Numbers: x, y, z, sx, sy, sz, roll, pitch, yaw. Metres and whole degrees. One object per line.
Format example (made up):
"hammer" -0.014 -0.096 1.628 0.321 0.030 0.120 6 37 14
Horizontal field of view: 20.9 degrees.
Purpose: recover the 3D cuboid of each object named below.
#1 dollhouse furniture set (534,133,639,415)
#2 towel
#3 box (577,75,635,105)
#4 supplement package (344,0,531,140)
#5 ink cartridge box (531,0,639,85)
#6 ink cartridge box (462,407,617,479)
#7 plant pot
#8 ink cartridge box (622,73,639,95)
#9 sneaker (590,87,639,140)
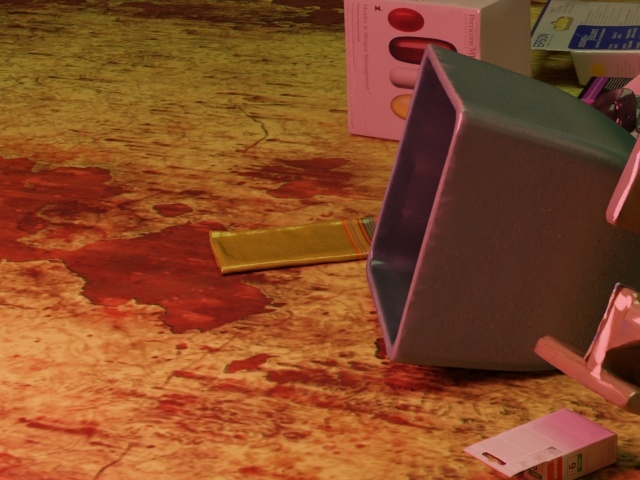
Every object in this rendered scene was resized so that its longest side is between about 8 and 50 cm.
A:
"dollhouse furniture set" 0.390 -0.025 1.483 0.394 0.362 0.256 18 9 -32
"towel" 0.000 0.000 1.904 0.237 0.021 0.102 -7 20 -10
"box" 0.437 -0.192 2.355 0.162 0.029 0.116 4 22 20
"supplement package" 0.154 -0.237 2.271 0.203 0.194 0.149 10 24 31
"ink cartridge box" 0.474 -0.295 2.578 0.307 0.072 0.303 1 22 16
"ink cartridge box" 0.178 0.174 1.405 0.115 0.029 0.063 -17 25 -31
"plant pot" 0.202 -0.017 1.634 0.252 0.248 0.247 12 19 -8
"ink cartridge box" 0.456 -0.189 2.012 0.158 0.092 0.218 -22 -14 -35
"sneaker" 0.346 -0.080 1.862 0.101 0.153 0.268 33 -10 -40
